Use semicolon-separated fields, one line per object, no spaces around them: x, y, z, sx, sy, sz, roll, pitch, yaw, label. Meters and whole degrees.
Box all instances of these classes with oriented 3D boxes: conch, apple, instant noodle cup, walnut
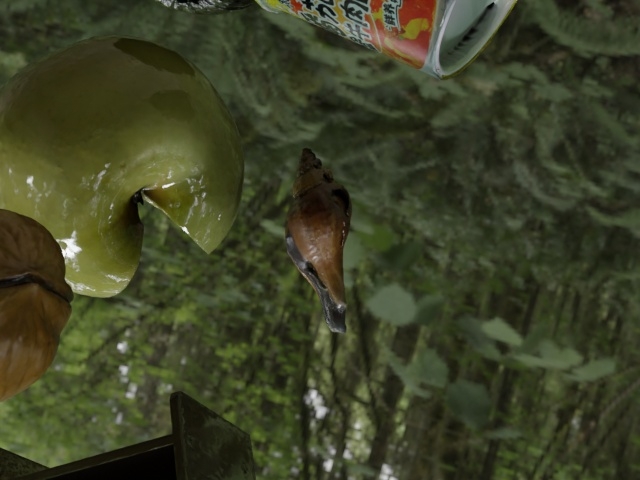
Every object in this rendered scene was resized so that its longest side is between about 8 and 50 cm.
-0.005;-0.002;1.412;0.086;0.232;0.080;5;177;44;conch
-0.232;-0.086;1.228;0.292;0.292;0.254;13;-156;-42;apple
0.083;-0.285;1.031;0.200;0.264;0.264;35;-171;17;instant noodle cup
-0.251;0.047;0.778;0.180;0.144;0.144;-9;167;38;walnut

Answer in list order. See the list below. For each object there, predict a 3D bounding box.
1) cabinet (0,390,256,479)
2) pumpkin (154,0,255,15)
-0.146;0.253;0.841;0.175;0.215;0.148;-18;151;14;cabinet
-0.146;-0.338;1.264;0.202;0.140;0.202;8;160;3;pumpkin
